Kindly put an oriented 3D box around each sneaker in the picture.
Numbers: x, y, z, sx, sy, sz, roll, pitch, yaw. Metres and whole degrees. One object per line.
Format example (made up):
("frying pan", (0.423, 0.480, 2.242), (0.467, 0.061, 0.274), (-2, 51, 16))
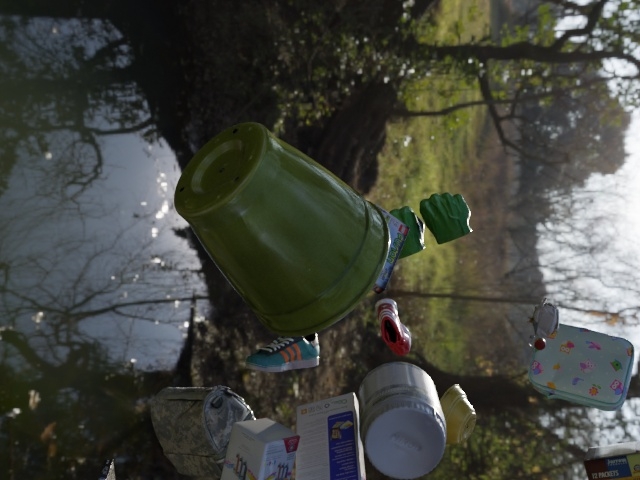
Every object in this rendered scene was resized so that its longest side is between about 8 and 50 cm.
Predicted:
("sneaker", (-0.122, 0.353, 2.096), (0.302, 0.108, 0.121), (3, 88, -48))
("sneaker", (0.213, 0.290, 1.927), (0.128, 0.087, 0.221), (-84, 151, -55))

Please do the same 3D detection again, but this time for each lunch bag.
("lunch bag", (0.754, 0.370, 1.899), (0.108, 0.279, 0.224), (39, 66, -57))
("lunch bag", (-0.355, 0.559, 1.978), (0.212, 0.305, 0.256), (-51, 121, -42))

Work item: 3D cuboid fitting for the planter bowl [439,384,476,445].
("planter bowl", (0.436, 0.580, 2.081), (0.217, 0.090, 0.217), (-29, 129, -44))

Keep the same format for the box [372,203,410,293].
("box", (0.140, 0.019, 1.614), (0.036, 0.114, 0.207), (-43, -163, 53))

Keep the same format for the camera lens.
("camera lens", (0.209, 0.462, 1.705), (0.274, 0.219, 0.220), (-81, 168, -77))

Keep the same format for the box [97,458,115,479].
("box", (-0.434, 0.501, 1.324), (0.067, 0.018, 0.083), (-99, -170, -65))

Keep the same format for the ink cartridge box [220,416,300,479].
("ink cartridge box", (-0.153, 0.555, 1.626), (0.128, 0.127, 0.176), (7, 98, -50))

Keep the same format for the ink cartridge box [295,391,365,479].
("ink cartridge box", (0.025, 0.575, 1.724), (0.371, 0.175, 0.069), (-91, 162, -58))

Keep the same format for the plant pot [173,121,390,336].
("plant pot", (-0.102, -0.044, 1.349), (0.353, 0.366, 0.367), (44, 40, -38))

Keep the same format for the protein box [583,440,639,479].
("protein box", (0.693, 0.570, 1.460), (0.201, 0.136, 0.200), (19, 56, -63))

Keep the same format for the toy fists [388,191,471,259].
("toy fists", (0.298, -0.051, 1.895), (0.142, 0.279, 0.096), (67, 24, -6))

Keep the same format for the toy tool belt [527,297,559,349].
("toy tool belt", (0.396, 0.148, 1.159), (0.051, 0.052, 0.083), (-53, 149, -68))
